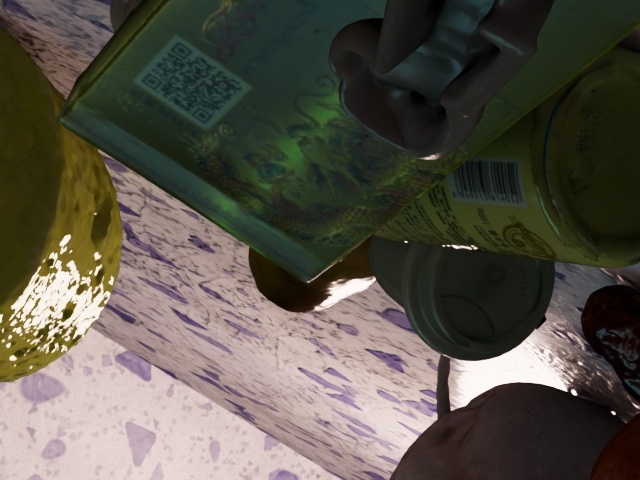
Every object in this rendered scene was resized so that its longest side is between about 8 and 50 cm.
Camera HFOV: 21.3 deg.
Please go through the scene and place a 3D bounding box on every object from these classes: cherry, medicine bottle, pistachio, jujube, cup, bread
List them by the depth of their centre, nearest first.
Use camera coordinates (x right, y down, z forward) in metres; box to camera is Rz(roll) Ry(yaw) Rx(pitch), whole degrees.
[{"bbox_3d":[0.092,-0.052,0.966,0.124,0.124,0.239,37,165,-32],"label":"medicine bottle"},{"bbox_3d":[0.246,0.082,1.257,0.129,0.077,0.077,37,165,-15],"label":"jujube"},{"bbox_3d":[0.097,0.023,1.262,0.120,0.120,0.141,34,174,-21],"label":"cup"},{"bbox_3d":[0.004,0.000,1.406,0.110,0.100,0.189,8,161,-11],"label":"pistachio"},{"bbox_3d":[-0.352,-0.021,1.541,0.348,0.348,0.308,24,171,21],"label":"bread"},{"bbox_3d":[0.217,0.288,1.605,0.326,0.291,0.335,16,-171,-28],"label":"cherry"}]

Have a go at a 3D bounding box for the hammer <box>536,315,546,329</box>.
[{"bbox_3d":[0.066,0.026,1.519,0.125,0.027,0.297,37,165,-35],"label":"hammer"}]

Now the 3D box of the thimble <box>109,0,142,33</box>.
[{"bbox_3d":[-0.057,-0.137,0.957,0.090,0.115,0.102,16,159,41],"label":"thimble"}]

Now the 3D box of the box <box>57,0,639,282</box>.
[{"bbox_3d":[0.013,-0.099,0.831,0.173,0.043,0.311,33,139,-16],"label":"box"}]

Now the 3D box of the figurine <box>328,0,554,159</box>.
[{"bbox_3d":[0.017,-0.170,0.564,0.284,0.167,0.343,13,117,42],"label":"figurine"}]

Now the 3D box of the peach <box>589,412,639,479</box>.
[{"bbox_3d":[0.326,0.246,1.343,0.232,0.232,0.256,33,180,-20],"label":"peach"}]
